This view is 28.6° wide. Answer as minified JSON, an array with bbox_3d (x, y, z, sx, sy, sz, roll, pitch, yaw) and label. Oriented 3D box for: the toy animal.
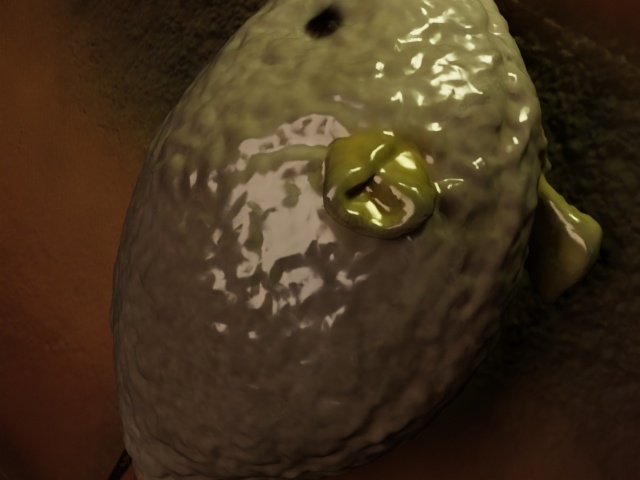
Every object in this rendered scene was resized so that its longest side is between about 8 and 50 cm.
[{"bbox_3d":[-0.003,0.006,0.688,0.226,0.188,0.358,37,106,43],"label":"toy animal"}]
